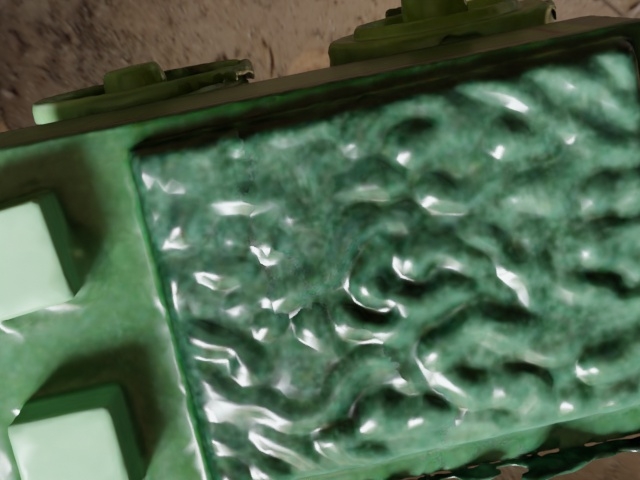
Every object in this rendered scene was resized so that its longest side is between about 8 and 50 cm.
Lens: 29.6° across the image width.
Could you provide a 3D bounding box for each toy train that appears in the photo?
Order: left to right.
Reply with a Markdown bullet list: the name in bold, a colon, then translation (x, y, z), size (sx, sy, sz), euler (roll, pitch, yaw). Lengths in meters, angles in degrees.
- **toy train**: translation (0.000, 0.000, 0.425), size (0.272, 0.188, 0.159), euler (-11, 102, 2)
